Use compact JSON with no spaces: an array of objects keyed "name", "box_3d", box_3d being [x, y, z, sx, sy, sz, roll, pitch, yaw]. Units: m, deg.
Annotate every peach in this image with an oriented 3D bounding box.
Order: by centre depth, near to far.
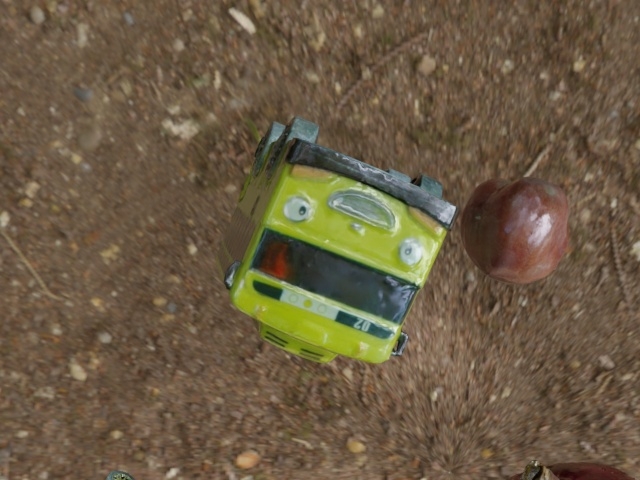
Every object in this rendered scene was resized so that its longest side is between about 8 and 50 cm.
[{"name":"peach","box_3d":[0.259,-0.013,1.570,0.152,0.152,0.152,-1,79,6]}]

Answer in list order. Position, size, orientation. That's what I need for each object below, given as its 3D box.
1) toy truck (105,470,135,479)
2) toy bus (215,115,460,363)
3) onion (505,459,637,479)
[{"name":"toy truck","box_3d":[-0.217,0.396,1.467,0.257,0.140,0.108,25,113,-7]},{"name":"toy bus","box_3d":[0.000,0.000,0.858,0.128,0.262,0.150,23,92,-8]},{"name":"onion","box_3d":[0.263,0.335,1.272,0.252,0.252,0.219,-29,108,0]}]
